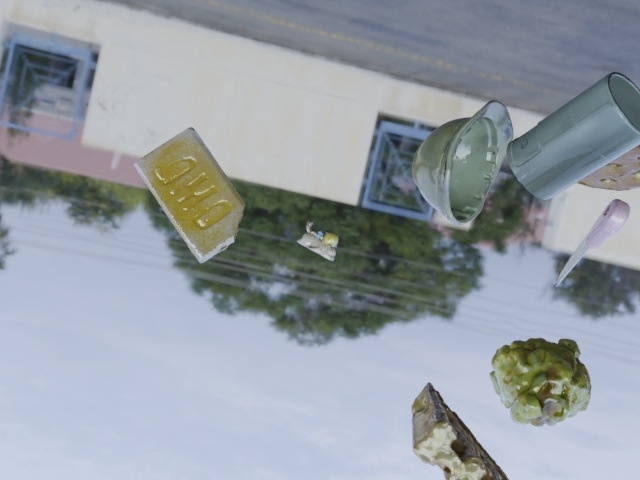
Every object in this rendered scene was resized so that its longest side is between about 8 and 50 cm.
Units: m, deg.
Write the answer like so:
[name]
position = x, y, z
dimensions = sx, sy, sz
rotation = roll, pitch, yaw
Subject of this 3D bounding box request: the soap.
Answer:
[soap]
position = -0.242, -0.088, 1.905
dimensions = 0.232, 0.140, 0.073
rotation = 56, 177, 4

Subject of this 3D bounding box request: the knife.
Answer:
[knife]
position = 0.573, 0.004, 2.107
dimensions = 0.043, 0.081, 0.336
rotation = 27, 152, 1

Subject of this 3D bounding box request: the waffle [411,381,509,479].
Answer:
[waffle]
position = 0.272, 0.406, 1.611
dimensions = 0.348, 0.077, 0.304
rotation = 52, -176, 0

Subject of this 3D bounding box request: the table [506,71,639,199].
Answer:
[table]
position = 0.440, -0.173, 1.655
dimensions = 0.126, 0.126, 0.220
rotation = 11, 146, -39

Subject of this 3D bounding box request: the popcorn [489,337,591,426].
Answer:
[popcorn]
position = 0.582, 0.366, 2.524
dimensions = 0.250, 0.241, 0.235
rotation = -8, 151, -13

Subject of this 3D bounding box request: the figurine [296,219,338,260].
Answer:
[figurine]
position = 0.000, 0.000, 1.855
dimensions = 0.083, 0.050, 0.047
rotation = 28, -171, 21

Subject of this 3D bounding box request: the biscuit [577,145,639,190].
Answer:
[biscuit]
position = 0.542, -0.159, 1.806
dimensions = 0.221, 0.066, 0.220
rotation = 9, 160, 3

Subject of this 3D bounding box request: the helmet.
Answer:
[helmet]
position = 0.264, -0.167, 1.961
dimensions = 0.137, 0.257, 0.204
rotation = 19, 164, 36
